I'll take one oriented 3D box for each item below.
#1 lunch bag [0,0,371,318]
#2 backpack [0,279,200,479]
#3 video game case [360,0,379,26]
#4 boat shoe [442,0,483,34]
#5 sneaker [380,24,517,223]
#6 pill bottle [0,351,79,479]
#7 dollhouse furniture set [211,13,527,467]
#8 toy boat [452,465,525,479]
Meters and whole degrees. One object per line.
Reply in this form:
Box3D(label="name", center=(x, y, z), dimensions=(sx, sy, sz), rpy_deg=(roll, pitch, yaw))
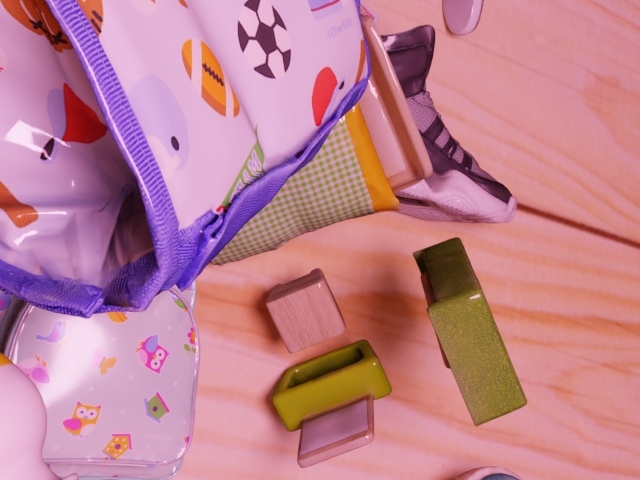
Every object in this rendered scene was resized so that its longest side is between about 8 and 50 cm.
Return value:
Box3D(label="lunch bag", center=(-0.163, -0.159, 0.580), dimensions=(0.385, 0.239, 0.328), rpy_deg=(42, 32, -3))
Box3D(label="backpack", center=(-0.166, 0.070, 0.696), dimensions=(0.165, 0.144, 0.189), rpy_deg=(8, 75, -29))
Box3D(label="video game case", center=(-0.028, -0.190, 0.909), dimensions=(0.143, 0.019, 0.157), rpy_deg=(39, 62, -25))
Box3D(label="boat shoe", center=(0.155, -0.276, 1.035), dimensions=(0.040, 0.049, 0.142), rpy_deg=(11, 75, -34))
Box3D(label="sneaker", center=(0.092, -0.107, 0.913), dimensions=(0.268, 0.101, 0.153), rpy_deg=(17, 81, -37))
Box3D(label="pill bottle", center=(-0.270, 0.097, 0.520), dimensions=(0.334, 0.188, 0.188), rpy_deg=(39, 60, 3))
Box3D(label="dollhouse furniture set", center=(0.000, 0.000, 0.755), dimensions=(0.197, 0.151, 0.302), rpy_deg=(-22, 105, 8))
Box3D(label="toy boat", center=(0.157, 0.376, 0.872), dimensions=(0.267, 0.148, 0.318), rpy_deg=(49, 59, -19))
